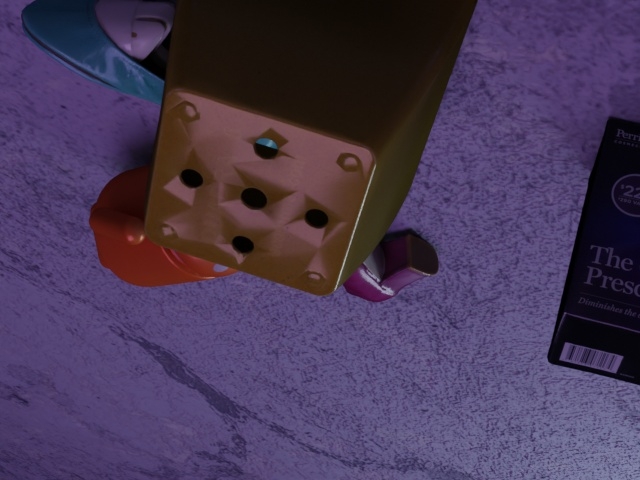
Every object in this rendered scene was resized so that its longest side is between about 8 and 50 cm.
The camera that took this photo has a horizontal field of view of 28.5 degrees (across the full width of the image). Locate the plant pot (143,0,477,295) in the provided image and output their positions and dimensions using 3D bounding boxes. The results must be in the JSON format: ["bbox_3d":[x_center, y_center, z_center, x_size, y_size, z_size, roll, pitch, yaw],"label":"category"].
[{"bbox_3d":[-0.024,-0.086,0.914,0.212,0.187,0.212,17,132,0],"label":"plant pot"}]

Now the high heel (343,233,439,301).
[{"bbox_3d":[0.000,0.000,1.252,0.117,0.082,0.244,-22,150,39],"label":"high heel"}]

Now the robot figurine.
[{"bbox_3d":[-0.141,-0.019,1.260,0.219,0.128,0.158,-9,143,43],"label":"robot figurine"}]

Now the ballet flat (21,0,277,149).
[{"bbox_3d":[-0.127,-0.154,1.064,0.247,0.083,0.087,30,128,-22],"label":"ballet flat"}]

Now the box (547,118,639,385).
[{"bbox_3d":[0.330,0.030,0.988,0.261,0.184,0.103,14,151,9],"label":"box"}]
